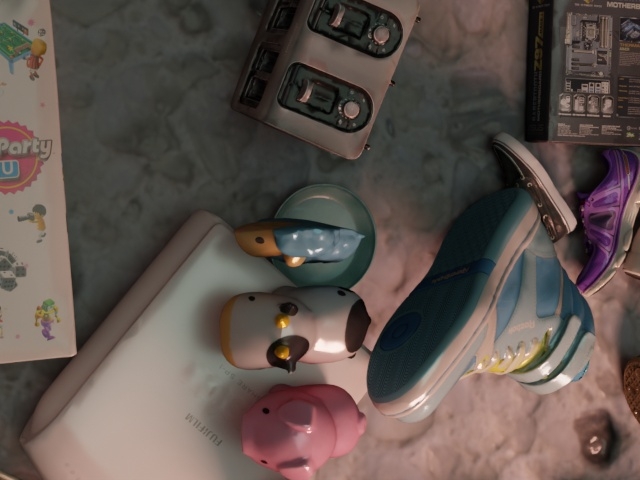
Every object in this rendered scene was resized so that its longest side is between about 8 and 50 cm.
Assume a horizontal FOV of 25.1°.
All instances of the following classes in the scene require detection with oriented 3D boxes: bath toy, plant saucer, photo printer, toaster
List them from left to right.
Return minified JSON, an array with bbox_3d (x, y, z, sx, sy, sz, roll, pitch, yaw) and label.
[{"bbox_3d":[-0.121,0.163,1.411,0.256,0.107,0.307,43,79,-18],"label":"photo printer"},{"bbox_3d":[-0.014,0.156,1.326,0.151,0.129,0.348,-6,97,-23],"label":"bath toy"},{"bbox_3d":[0.000,0.000,1.491,0.119,0.021,0.119,-1,93,-21],"label":"plant saucer"},{"bbox_3d":[0.002,-0.180,1.406,0.110,0.185,0.168,22,94,-18],"label":"toaster"}]

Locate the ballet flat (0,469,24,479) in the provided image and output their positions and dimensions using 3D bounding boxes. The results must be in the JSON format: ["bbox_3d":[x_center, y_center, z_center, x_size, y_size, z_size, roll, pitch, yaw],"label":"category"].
[{"bbox_3d":[-0.271,0.303,1.370,0.316,0.107,0.106,47,70,-18],"label":"ballet flat"}]

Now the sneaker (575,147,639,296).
[{"bbox_3d":[0.311,-0.021,1.595,0.071,0.068,0.170,18,87,3],"label":"sneaker"}]

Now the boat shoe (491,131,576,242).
[{"bbox_3d":[0.226,-0.055,1.559,0.040,0.049,0.142,-43,109,-12],"label":"boat shoe"}]

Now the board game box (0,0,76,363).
[{"bbox_3d":[-0.286,-0.057,1.274,0.097,0.224,0.303,-5,95,-18],"label":"board game box"}]

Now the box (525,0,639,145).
[{"bbox_3d":[0.342,-0.194,1.586,0.232,0.059,0.183,0,94,-20],"label":"box"}]

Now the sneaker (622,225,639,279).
[{"bbox_3d":[0.491,0.028,1.631,0.290,0.106,0.123,20,89,-19],"label":"sneaker"}]

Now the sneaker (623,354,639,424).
[{"bbox_3d":[0.409,0.197,1.646,0.071,0.066,0.188,-41,112,-31],"label":"sneaker"}]

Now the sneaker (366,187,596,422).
[{"bbox_3d":[0.184,0.113,1.469,0.208,0.127,0.319,53,50,-19],"label":"sneaker"}]
